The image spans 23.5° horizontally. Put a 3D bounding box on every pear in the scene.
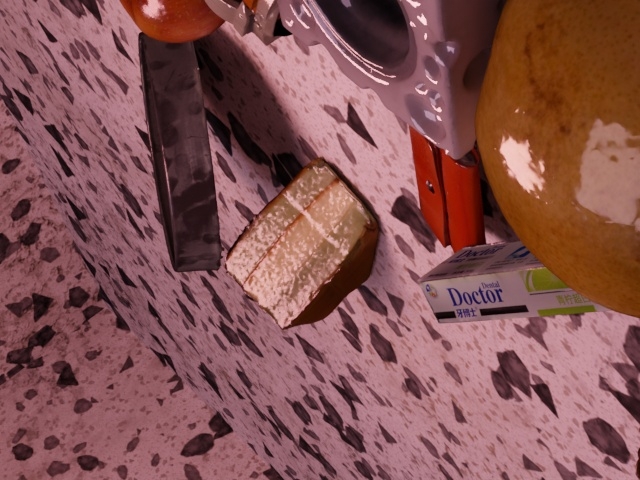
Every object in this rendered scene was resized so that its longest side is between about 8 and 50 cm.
[{"bbox_3d":[0.269,-0.089,1.140,0.314,0.314,0.314,46,162,20],"label":"pear"}]

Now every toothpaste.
[{"bbox_3d":[0.241,0.039,1.698,0.336,0.081,0.067,-11,109,58],"label":"toothpaste"}]

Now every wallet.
[{"bbox_3d":[0.153,-0.067,1.850,0.142,0.045,0.204,57,167,37],"label":"wallet"}]

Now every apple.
[{"bbox_3d":[-0.198,-0.357,2.020,0.201,0.162,0.201,45,163,18],"label":"apple"}]

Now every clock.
[{"bbox_3d":[-0.215,-0.138,2.339,0.386,0.076,0.386,171,90,-82],"label":"clock"}]

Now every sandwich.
[{"bbox_3d":[0.000,0.000,2.319,0.155,0.227,0.198,46,-163,14],"label":"sandwich"}]

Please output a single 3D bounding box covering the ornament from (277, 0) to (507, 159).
[{"bbox_3d":[0.110,-0.265,1.287,0.240,0.239,0.239,41,159,32],"label":"ornament"}]

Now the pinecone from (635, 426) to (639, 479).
[{"bbox_3d":[0.406,0.181,1.510,0.212,0.168,0.186,126,147,-67],"label":"pinecone"}]

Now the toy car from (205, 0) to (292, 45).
[{"bbox_3d":[-0.081,-0.364,1.794,0.193,0.118,0.301,51,162,13],"label":"toy car"}]
